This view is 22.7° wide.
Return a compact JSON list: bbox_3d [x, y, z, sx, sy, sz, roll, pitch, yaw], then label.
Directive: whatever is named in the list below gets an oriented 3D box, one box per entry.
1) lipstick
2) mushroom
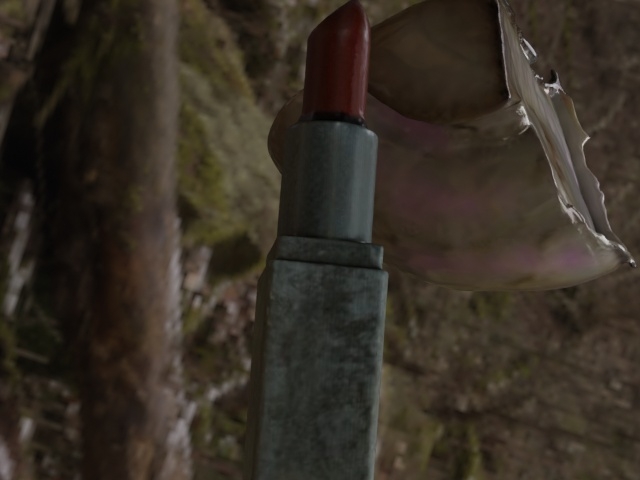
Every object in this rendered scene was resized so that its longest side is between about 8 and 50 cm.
[{"bbox_3d":[0.001,0.000,0.400,0.030,0.030,0.129,121,-26,-75],"label":"lipstick"},{"bbox_3d":[0.073,-0.026,0.938,0.162,0.173,0.236,67,13,19],"label":"mushroom"}]
